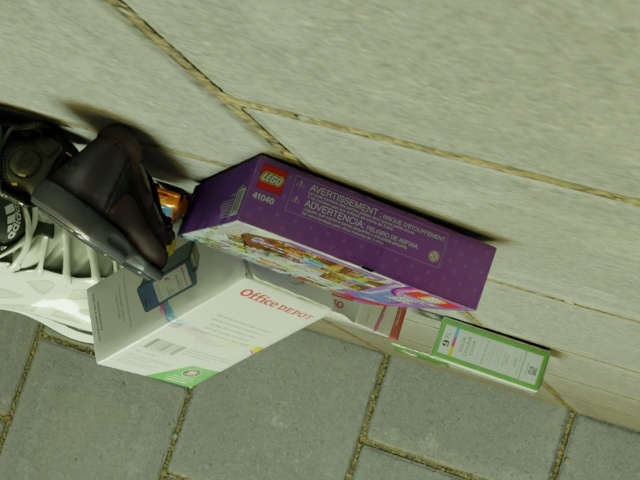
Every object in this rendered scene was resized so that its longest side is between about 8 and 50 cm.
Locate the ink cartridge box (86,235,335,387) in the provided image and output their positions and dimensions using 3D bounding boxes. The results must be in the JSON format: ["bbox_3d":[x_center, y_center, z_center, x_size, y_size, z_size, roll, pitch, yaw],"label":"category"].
[{"bbox_3d":[-0.115,0.064,1.330,0.212,0.093,0.154,-28,149,27],"label":"ink cartridge box"}]

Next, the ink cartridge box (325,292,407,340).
[{"bbox_3d":[0.020,0.062,1.498,0.115,0.067,0.198,15,174,23],"label":"ink cartridge box"}]

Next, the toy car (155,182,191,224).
[{"bbox_3d":[-0.194,-0.046,1.298,0.122,0.040,0.060,18,173,-7],"label":"toy car"}]

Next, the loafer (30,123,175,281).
[{"bbox_3d":[-0.171,-0.030,1.125,0.109,0.095,0.302,34,175,4],"label":"loafer"}]

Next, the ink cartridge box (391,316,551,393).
[{"bbox_3d":[0.210,0.153,1.756,0.209,0.062,0.109,17,173,10],"label":"ink cartridge box"}]

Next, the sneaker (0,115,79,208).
[{"bbox_3d":[-0.311,-0.085,1.114,0.227,0.087,0.130,19,172,-33],"label":"sneaker"}]

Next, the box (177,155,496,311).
[{"bbox_3d":[0.000,0.000,1.081,0.201,0.057,0.293,21,173,-14],"label":"box"}]

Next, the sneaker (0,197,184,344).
[{"bbox_3d":[-0.295,0.020,1.389,0.447,0.169,0.257,6,172,-6],"label":"sneaker"}]
